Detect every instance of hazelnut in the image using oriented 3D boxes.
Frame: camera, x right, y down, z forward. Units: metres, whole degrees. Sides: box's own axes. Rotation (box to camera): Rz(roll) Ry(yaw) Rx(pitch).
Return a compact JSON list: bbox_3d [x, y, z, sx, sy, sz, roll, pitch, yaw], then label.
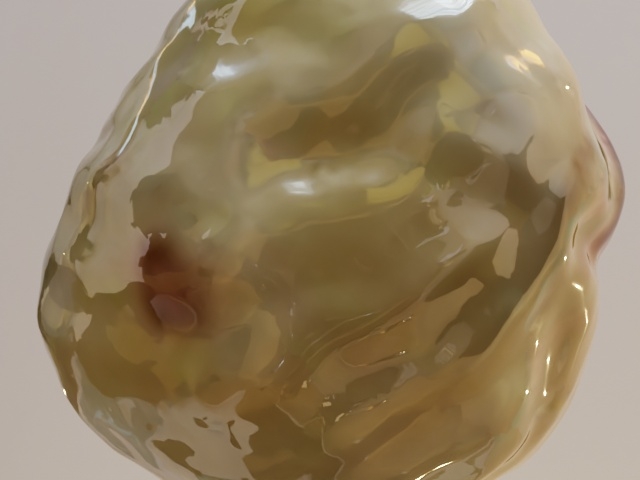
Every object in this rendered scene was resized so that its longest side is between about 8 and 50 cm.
[{"bbox_3d":[0.000,0.000,0.712,0.241,0.261,0.261,18,-78,34],"label":"hazelnut"}]
